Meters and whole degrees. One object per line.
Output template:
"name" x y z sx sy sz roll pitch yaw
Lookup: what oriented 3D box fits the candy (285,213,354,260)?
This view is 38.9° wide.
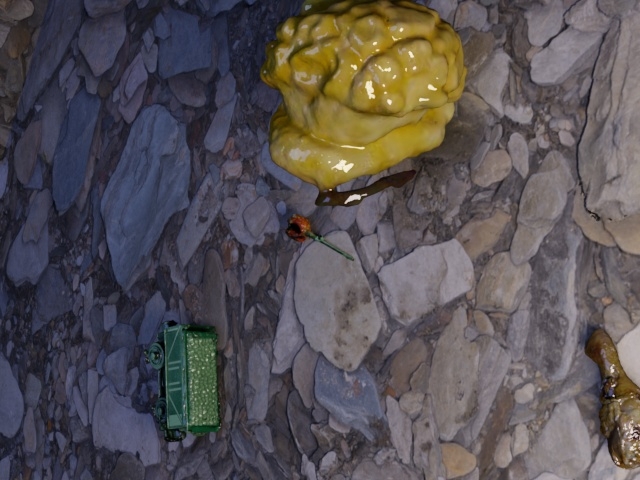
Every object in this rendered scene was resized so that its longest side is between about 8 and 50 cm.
"candy" 0.000 0.000 1.763 0.185 0.049 0.055 29 137 38

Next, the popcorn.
"popcorn" 0.067 -0.236 1.517 0.349 0.349 0.381 2 79 48

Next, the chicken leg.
"chicken leg" 0.415 0.212 1.250 0.085 0.069 0.197 116 148 -54

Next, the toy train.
"toy train" -0.300 0.305 1.994 0.154 0.115 0.269 -14 73 37
